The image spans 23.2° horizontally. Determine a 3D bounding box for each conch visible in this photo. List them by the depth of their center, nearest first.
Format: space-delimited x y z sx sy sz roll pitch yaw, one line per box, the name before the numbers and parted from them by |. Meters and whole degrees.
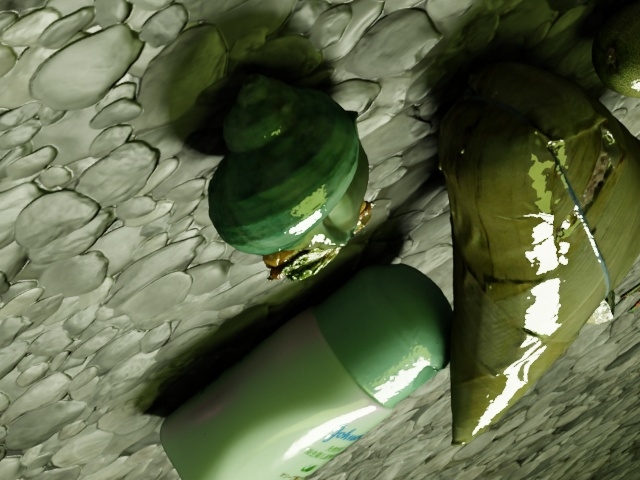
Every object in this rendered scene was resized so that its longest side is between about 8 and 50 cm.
conch | -0.023 -0.061 1.313 0.176 0.122 0.188 -48 166 -22

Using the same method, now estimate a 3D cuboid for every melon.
melon | 0.337 -0.194 1.553 0.162 0.099 0.099 -21 155 -40

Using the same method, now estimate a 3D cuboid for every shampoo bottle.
shampoo bottle | -0.002 0.161 1.754 0.349 0.151 0.222 -39 156 11

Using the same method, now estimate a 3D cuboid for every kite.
kite | 0.539 0.070 2.482 0.183 0.010 0.160 -11 149 -43

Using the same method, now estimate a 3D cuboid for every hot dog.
hot dog | 0.000 0.000 1.567 0.133 0.041 0.056 -34 157 0

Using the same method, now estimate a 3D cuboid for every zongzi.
zongzi | 0.181 0.024 1.578 0.392 0.174 0.356 -59 151 2

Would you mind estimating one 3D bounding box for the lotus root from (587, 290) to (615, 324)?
lotus root | 0.288 0.034 1.953 0.144 0.070 0.143 -5 126 20
